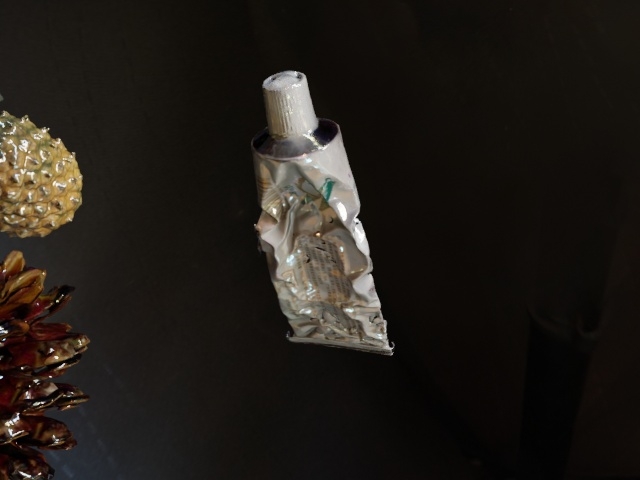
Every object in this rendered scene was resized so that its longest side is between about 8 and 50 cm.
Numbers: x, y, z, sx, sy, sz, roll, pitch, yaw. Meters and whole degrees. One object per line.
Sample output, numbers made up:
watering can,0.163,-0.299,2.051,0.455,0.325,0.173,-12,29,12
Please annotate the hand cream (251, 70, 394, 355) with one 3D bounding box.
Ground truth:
hand cream,-0.001,0.003,0.542,0.084,0.050,0.257,1,138,10

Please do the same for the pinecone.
pinecone,-0.286,0.121,0.686,0.221,0.221,0.222,3,106,12

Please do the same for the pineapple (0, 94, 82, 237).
pineapple,-0.313,-0.091,0.752,0.125,0.251,0.125,-6,63,11
